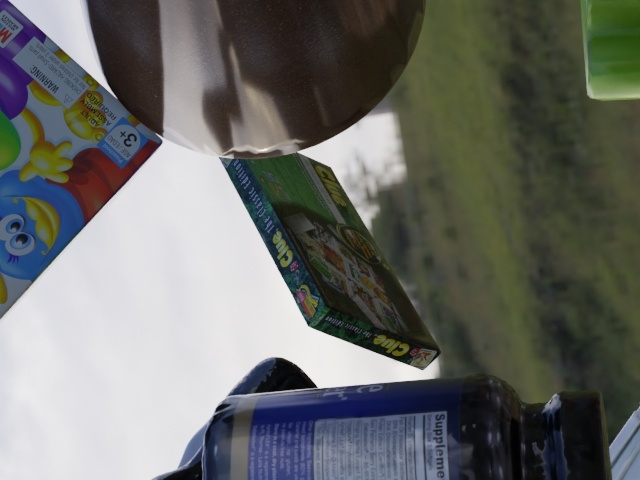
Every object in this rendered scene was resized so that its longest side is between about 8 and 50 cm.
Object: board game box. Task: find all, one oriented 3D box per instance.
[{"bbox_3d":[0.000,0.000,1.470,0.136,0.030,0.259,21,-153,-37],"label":"board game box"},{"bbox_3d":[-0.255,-0.001,1.131,0.144,0.275,0.142,42,163,-6],"label":"board game box"}]

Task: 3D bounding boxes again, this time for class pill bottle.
[{"bbox_3d":[0.052,0.139,0.972,0.123,0.219,0.122,-6,-90,-80],"label":"pill bottle"}]

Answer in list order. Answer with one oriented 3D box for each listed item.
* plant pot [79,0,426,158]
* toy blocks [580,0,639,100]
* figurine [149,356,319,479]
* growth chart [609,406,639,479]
[{"bbox_3d":[-0.054,-0.182,0.974,0.230,0.215,0.215,65,-160,-74],"label":"plant pot"},{"bbox_3d":[0.061,-0.263,0.421,0.261,0.191,0.381,81,-170,-53],"label":"toy blocks"},{"bbox_3d":[-0.110,0.218,1.537,0.092,0.209,0.215,50,150,6],"label":"figurine"},{"bbox_3d":[0.345,0.286,1.650,0.021,0.172,0.237,-18,-121,-46],"label":"growth chart"}]
